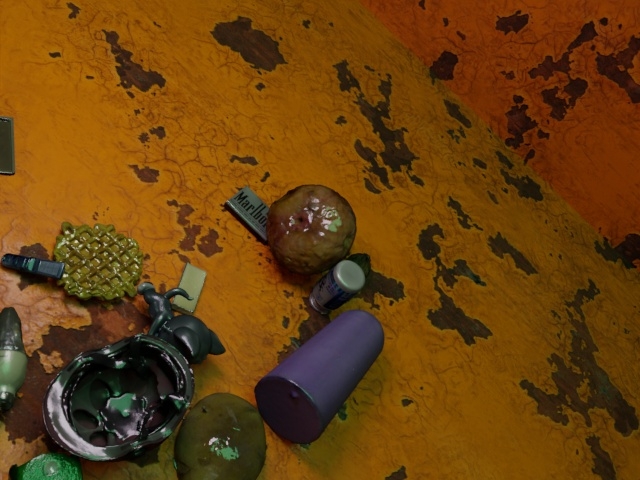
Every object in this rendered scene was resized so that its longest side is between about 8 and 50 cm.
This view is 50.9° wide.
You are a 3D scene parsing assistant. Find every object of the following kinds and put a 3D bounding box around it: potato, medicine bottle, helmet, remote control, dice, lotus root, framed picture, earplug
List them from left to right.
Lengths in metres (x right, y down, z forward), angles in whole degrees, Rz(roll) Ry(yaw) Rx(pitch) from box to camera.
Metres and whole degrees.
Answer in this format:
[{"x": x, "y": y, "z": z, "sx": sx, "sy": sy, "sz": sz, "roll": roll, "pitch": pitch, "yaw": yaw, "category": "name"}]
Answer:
[{"x": -0.946, "y": -0.264, "z": 1.762, "sx": 0.266, "sy": 0.018, "sz": 0.192, "roll": 4, "pitch": 59, "yaw": -33, "category": "framed picture"}, {"x": -0.712, "y": 0.062, "z": 1.662, "sx": 0.153, "sy": 0.027, "sz": 0.043, "roll": 11, "pitch": 63, "yaw": -4, "category": "remote control"}, {"x": -0.577, "y": 0.518, "z": 1.412, "sx": 0.131, "sy": 0.128, "sz": 0.120, "roll": 0, "pitch": 62, "yaw": -36, "category": "dice"}, {"x": -0.459, "y": 0.380, "z": 1.542, "sx": 0.338, "sy": 0.197, "sz": 0.271, "roll": -31, "pitch": 71, "yaw": -34, "category": "helmet"}, {"x": -0.236, "y": 0.503, "z": 1.677, "sx": 0.239, "sy": 0.116, "sz": 0.299, "roll": 28, "pitch": 47, "yaw": -11, "category": "potato"}, {"x": 0.028, "y": 0.352, "z": 1.904, "sx": 0.215, "sy": 0.215, "sz": 0.456, "roll": 49, "pitch": 42, "yaw": 3, "category": "earplug"}, {"x": 0.045, "y": 0.147, "z": 2.049, "sx": 0.107, "sy": 0.191, "sz": 0.107, "roll": 18, "pitch": 52, "yaw": -25, "category": "medicine bottle"}, {"x": 0.108, "y": 0.102, "z": 2.201, "sx": 0.179, "sy": 0.081, "sz": 0.089, "roll": -49, "pitch": 116, "yaw": -39, "category": "lotus root"}]

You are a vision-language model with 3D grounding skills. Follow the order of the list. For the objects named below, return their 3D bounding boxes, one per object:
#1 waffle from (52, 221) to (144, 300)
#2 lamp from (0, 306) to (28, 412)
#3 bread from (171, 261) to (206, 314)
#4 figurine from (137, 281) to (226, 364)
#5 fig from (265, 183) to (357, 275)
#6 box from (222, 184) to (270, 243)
[{"x": -0.582, "y": 0.054, "z": 1.772, "sx": 0.238, "sy": 0.059, "sz": 0.243, "roll": 11, "pitch": 54, "yaw": -29, "category": "waffle"}, {"x": -0.710, "y": 0.263, "z": 1.514, "sx": 0.101, "sy": 0.101, "sz": 0.250, "roll": 10, "pitch": 49, "yaw": -30, "category": "lamp"}, {"x": -0.369, "y": 0.136, "z": 1.885, "sx": 0.068, "sy": 0.028, "sz": 0.153, "roll": 26, "pitch": 48, "yaw": -18, "category": "bread"}, {"x": -0.367, "y": 0.215, "z": 1.734, "sx": 0.265, "sy": 0.140, "sz": 0.193, "roll": 63, "pitch": 9, "yaw": 24, "category": "figurine"}, {"x": 0.000, "y": 0.000, "z": 2.115, "sx": 0.368, "sy": 0.286, "sz": 0.286, "roll": 48, "pitch": 29, "yaw": -56, "category": "fig"}, {"x": -0.210, "y": -0.085, "z": 2.139, "sx": 0.177, "sy": 0.036, "sz": 0.115, "roll": 44, "pitch": 45, "yaw": -1, "category": "box"}]
